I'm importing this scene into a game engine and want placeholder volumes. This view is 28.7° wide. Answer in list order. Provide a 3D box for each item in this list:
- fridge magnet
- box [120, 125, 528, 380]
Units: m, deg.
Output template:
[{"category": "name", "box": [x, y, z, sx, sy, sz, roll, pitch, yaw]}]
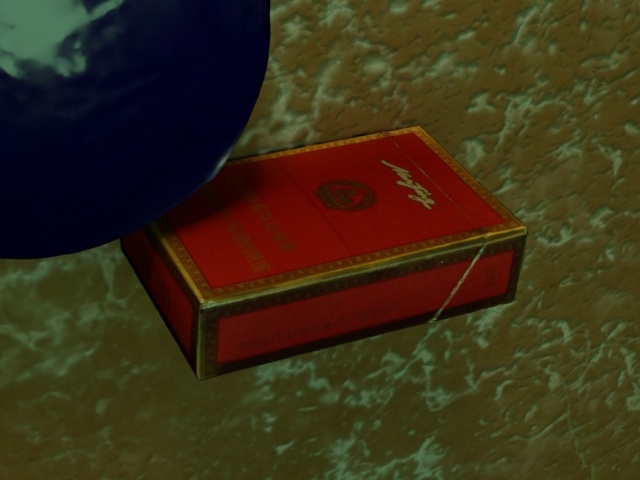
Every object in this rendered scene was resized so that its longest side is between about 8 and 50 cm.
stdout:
[{"category": "fridge magnet", "box": [-0.154, -0.106, 0.710, 0.265, 0.113, 0.266, -16, 129, -21]}, {"category": "box", "box": [0.000, 0.001, 0.858, 0.239, 0.153, 0.074, -13, 124, -23]}]
